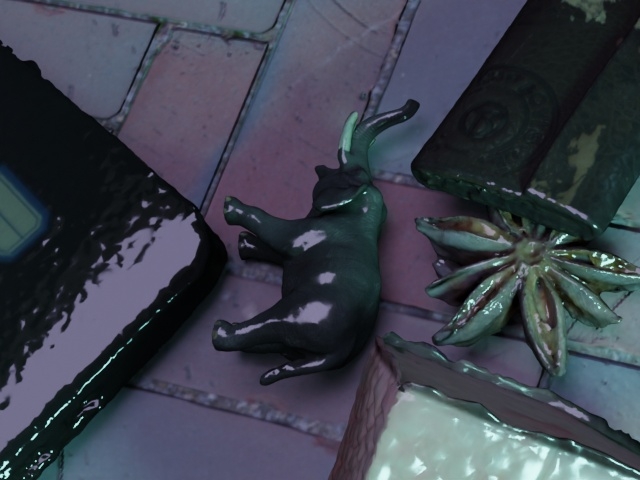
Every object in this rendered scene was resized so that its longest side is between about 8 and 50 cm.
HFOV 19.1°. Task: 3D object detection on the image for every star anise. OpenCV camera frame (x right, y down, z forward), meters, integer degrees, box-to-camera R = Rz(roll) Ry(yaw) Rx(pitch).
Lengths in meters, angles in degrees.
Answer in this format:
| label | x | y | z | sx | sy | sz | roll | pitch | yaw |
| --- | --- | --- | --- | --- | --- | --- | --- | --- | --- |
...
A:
| label | x | y | z | sx | sy | sz | roll | pitch | yaw |
| --- | --- | --- | --- | --- | --- | --- | --- | --- | --- |
| star anise | 0.169 | 0.024 | 1.468 | 0.182 | 0.065 | 0.195 | -9 | 55 | 8 |

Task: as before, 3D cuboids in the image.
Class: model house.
| label | x | y | z | sx | sy | sz | roll | pitch | yaw |
| --- | --- | --- | --- | --- | --- | --- | --- | --- | --- |
| model house | 0.104 | 0.220 | 1.326 | 0.237 | 0.202 | 0.237 | 22 | 94 | -10 |

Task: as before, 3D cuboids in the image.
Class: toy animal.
| label | x | y | z | sx | sy | sz | roll | pitch | yaw |
| --- | --- | --- | --- | --- | --- | --- | --- | --- | --- |
| toy animal | -0.009 | -0.003 | 1.529 | 0.137 | 0.082 | 0.269 | 4 | 61 | 17 |

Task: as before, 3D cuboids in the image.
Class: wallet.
| label | x | y | z | sx | sy | sz | roll | pitch | yaw |
| --- | --- | --- | --- | --- | --- | --- | --- | --- | --- |
| wallet | 0.219 | -0.143 | 1.518 | 0.170 | 0.044 | 0.321 | 20 | 59 | 28 |

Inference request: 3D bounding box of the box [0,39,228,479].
| label | x | y | z | sx | sy | sz | roll | pitch | yaw |
| --- | --- | --- | --- | --- | --- | --- | --- | --- | --- |
| box | -0.296 | 0.030 | 1.597 | 0.350 | 0.091 | 0.359 | -46 | 60 | -8 |
